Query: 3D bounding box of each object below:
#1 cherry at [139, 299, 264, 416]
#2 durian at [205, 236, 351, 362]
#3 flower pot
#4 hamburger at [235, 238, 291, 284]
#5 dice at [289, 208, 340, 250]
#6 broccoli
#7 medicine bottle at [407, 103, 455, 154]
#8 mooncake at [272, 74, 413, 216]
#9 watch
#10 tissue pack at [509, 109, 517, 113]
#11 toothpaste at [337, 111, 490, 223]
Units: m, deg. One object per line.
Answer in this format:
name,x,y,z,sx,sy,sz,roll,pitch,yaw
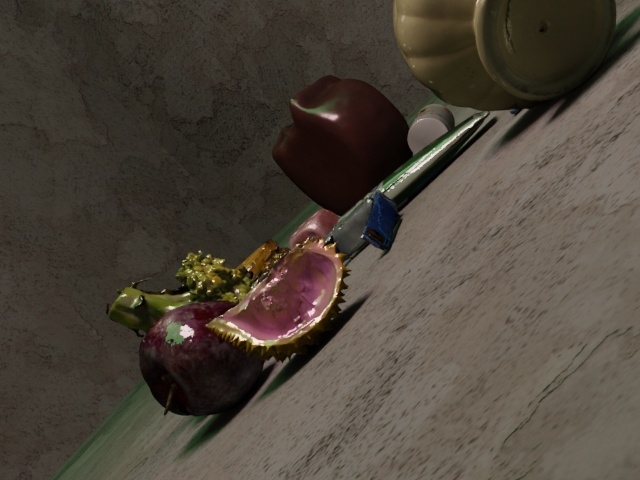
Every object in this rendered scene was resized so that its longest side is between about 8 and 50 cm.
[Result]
cherry,-0.177,0.180,1.681,0.195,0.195,0.195,-44,5,5
durian,-0.045,0.096,1.545,0.182,0.132,0.165,-43,11,-31
flower pot,0.276,-0.321,1.594,0.307,0.307,0.244,-44,24,0
hamburger,-0.130,0.085,2.431,0.191,0.118,0.182,-48,8,-7
dice,0.000,0.000,2.209,0.091,0.094,0.093,-37,7,31
broccoli,-0.207,0.144,1.846,0.180,0.273,0.242,20,93,66
medicine bottle,0.229,-0.226,2.262,0.086,0.086,0.183,-43,5,18
mooncake,0.044,-0.207,2.367,0.174,0.334,0.326,-46,-38,-24
watch,0.024,0.044,1.881,0.276,0.068,0.274,-42,10,21
tissue pack,0.357,-0.289,1.844,0.155,0.065,0.115,-43,4,14
toothpaste,0.158,-0.107,2.013,0.392,0.061,0.099,-40,5,10
